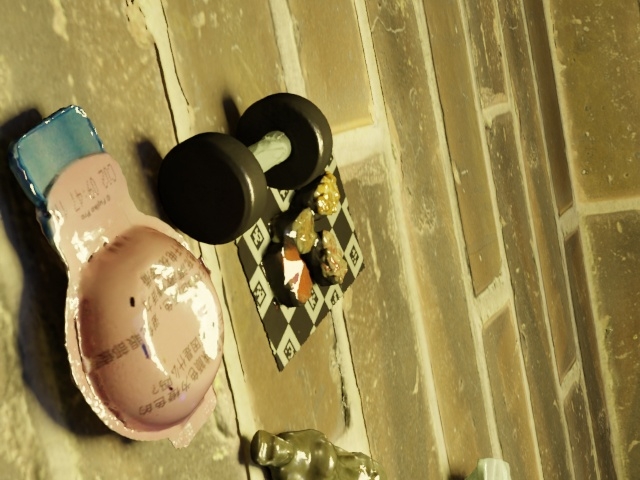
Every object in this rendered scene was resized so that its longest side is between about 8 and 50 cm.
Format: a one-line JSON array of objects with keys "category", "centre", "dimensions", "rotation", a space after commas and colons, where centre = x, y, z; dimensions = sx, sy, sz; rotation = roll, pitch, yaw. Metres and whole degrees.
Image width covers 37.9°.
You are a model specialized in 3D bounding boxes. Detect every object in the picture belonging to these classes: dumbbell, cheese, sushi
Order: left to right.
[{"category": "cheese", "centre": [-0.150, 0.035, 0.729], "dimensions": [0.286, 0.074, 0.189], "rotation": [66, 30, -23]}, {"category": "dumbbell", "centre": [-0.067, -0.074, 0.890], "dimensions": [0.191, 0.100, 0.100], "rotation": [-43, 122, -59]}, {"category": "sushi", "centre": [0.000, 0.000, 1.065], "dimensions": [0.279, 0.043, 0.192], "rotation": [-46, 124, -57]}]

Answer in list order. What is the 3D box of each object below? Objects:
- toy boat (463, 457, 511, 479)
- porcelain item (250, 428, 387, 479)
[{"category": "toy boat", "centre": [0.237, 0.466, 1.355], "dimensions": [0.199, 0.100, 0.290], "rotation": [31, 57, -58]}, {"category": "porcelain item", "centre": [-0.006, 0.239, 0.982], "dimensions": [0.216, 0.069, 0.081], "rotation": [41, 52, -46]}]
